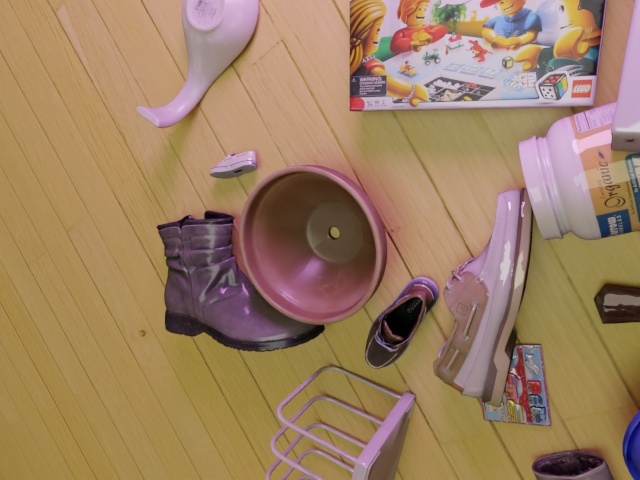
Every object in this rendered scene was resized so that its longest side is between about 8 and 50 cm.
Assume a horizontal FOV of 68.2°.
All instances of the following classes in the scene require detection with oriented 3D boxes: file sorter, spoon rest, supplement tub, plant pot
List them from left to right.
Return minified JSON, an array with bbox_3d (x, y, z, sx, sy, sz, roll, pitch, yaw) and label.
[{"bbox_3d":[-0.201,-0.312,0.778,0.137,0.084,0.276,39,104,11],"label":"spoon rest"},{"bbox_3d":[0.000,0.000,0.731,0.237,0.109,0.238,7,106,25],"label":"plant pot"},{"bbox_3d":[0.019,0.380,0.782,0.173,0.192,0.278,19,112,25],"label":"file sorter"},{"bbox_3d":[0.336,-0.081,0.514,0.199,0.144,0.145,-16,96,30],"label":"supplement tub"}]

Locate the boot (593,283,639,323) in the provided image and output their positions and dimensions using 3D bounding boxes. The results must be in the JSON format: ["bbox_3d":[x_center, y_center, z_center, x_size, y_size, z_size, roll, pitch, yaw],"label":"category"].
[{"bbox_3d":[0.403,0.058,0.584,0.114,0.037,0.107,1,102,32],"label":"boot"}]

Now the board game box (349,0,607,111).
[{"bbox_3d":[0.184,-0.264,0.595,0.305,0.053,0.193,6,106,26],"label":"board game box"}]

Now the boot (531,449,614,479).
[{"bbox_3d":[0.423,0.393,0.652,0.189,0.076,0.209,-21,87,28],"label":"boot"}]

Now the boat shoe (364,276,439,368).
[{"bbox_3d":[0.113,0.136,0.734,0.066,0.066,0.183,33,116,16],"label":"boat shoe"}]

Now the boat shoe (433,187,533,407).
[{"bbox_3d":[0.217,0.076,0.638,0.103,0.113,0.303,12,105,26],"label":"boat shoe"}]

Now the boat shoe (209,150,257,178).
[{"bbox_3d":[-0.152,-0.133,0.820,0.100,0.035,0.035,-10,72,33],"label":"boat shoe"}]

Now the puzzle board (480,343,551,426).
[{"bbox_3d":[0.283,0.214,0.701,0.096,0.011,0.128,-6,100,28],"label":"puzzle board"}]

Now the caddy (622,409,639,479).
[{"bbox_3d":[0.508,0.217,0.495,0.241,0.179,0.341,33,119,-11],"label":"caddy"}]

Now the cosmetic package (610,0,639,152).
[{"bbox_3d":[0.327,-0.191,0.395,0.117,0.085,0.231,12,94,31],"label":"cosmetic package"}]

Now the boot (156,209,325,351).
[{"bbox_3d":[-0.157,0.062,0.832,0.337,0.118,0.223,2,100,22],"label":"boot"}]
